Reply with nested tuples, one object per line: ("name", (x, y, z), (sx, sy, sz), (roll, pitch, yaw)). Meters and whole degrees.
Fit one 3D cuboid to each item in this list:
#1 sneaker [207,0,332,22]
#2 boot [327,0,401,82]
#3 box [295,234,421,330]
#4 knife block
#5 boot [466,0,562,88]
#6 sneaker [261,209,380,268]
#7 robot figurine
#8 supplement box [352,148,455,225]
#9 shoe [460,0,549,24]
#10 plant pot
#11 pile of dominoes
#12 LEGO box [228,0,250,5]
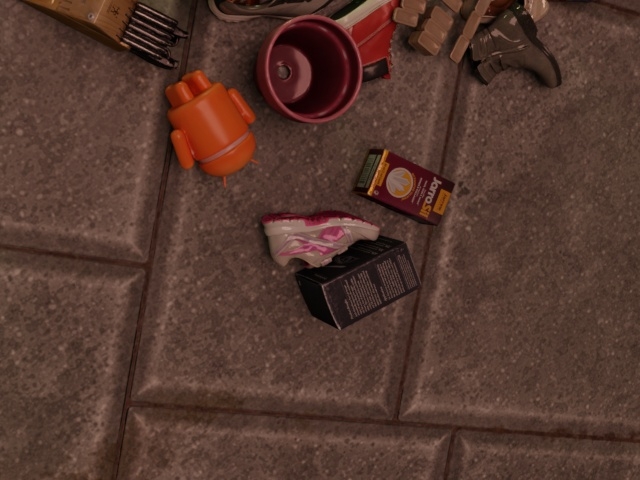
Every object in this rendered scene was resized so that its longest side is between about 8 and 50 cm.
("sneaker", (-0.079, -0.480, 1.807), (0.271, 0.108, 0.100), (-15, 100, -21))
("boot", (0.142, -0.438, 1.923), (0.244, 0.088, 0.176), (-38, 119, -17))
("box", (0.076, 0.082, 1.916), (0.207, 0.153, 0.108), (-26, 106, -16))
("knife block", (-0.387, -0.407, 1.714), (0.275, 0.242, 0.088), (22, 86, 22))
("boot", (0.418, -0.395, 2.044), (0.161, 0.083, 0.246), (-38, 126, 8))
("sneaker", (0.000, 0.000, 1.910), (0.252, 0.103, 0.111), (-2, 101, -16))
("robot figurine", (-0.210, -0.214, 1.775), (0.128, 0.158, 0.219), (-24, 110, 24))
("supplement box", (0.177, -0.113, 1.971), (0.188, 0.081, 0.104), (23, 87, -23))
("shoe", (0.415, -0.505, 2.031), (0.219, 0.058, 0.076), (-9, 100, -21))
("plant pot", (-0.042, -0.327, 1.800), (0.201, 0.180, 0.201), (-3, 97, -22))
("pile of dominoes", (0.259, -0.510, 1.925), (0.196, 0.040, 0.251), (31, 84, -31))
("LEGO box", (-0.273, -0.671, 1.532), (0.500, 0.193, 0.372), (27, 102, -4))
